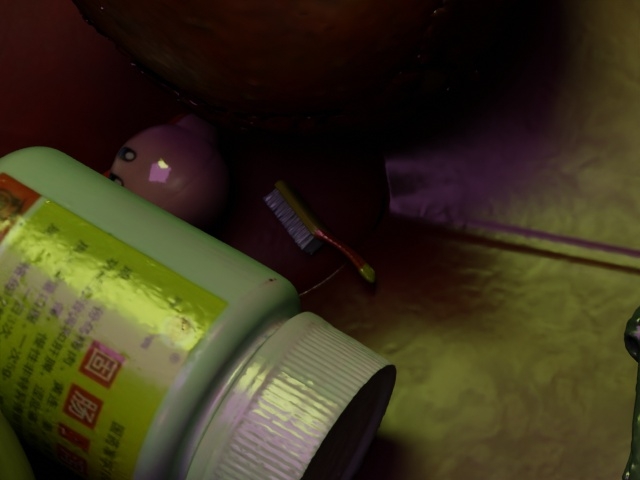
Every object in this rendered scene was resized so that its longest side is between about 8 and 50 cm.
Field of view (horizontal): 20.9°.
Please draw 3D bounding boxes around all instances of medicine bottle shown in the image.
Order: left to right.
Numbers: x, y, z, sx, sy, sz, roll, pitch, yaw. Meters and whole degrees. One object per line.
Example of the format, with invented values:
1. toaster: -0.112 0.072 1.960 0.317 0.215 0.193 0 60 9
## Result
1. medicine bottle: -0.087 0.059 0.869 0.225 0.139 0.139 29 79 15

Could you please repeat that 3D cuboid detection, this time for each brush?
1. brush: 0.000 0.000 0.947 0.021 0.019 0.083 -48 61 5

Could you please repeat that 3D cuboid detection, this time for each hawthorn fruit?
1. hawthorn fruit: -0.022 -0.209 0.888 0.316 0.316 0.316 -7 66 15

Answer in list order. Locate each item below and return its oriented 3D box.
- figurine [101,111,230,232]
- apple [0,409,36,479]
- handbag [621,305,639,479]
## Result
1. figurine: -0.082 -0.034 0.962 0.067 0.071 0.083 35 90 -15
2. apple: -0.348 0.178 0.740 0.474 0.473 0.473 -7 66 15
3. handbag: 0.260 0.101 0.786 0.260 0.079 0.247 0 66 21
